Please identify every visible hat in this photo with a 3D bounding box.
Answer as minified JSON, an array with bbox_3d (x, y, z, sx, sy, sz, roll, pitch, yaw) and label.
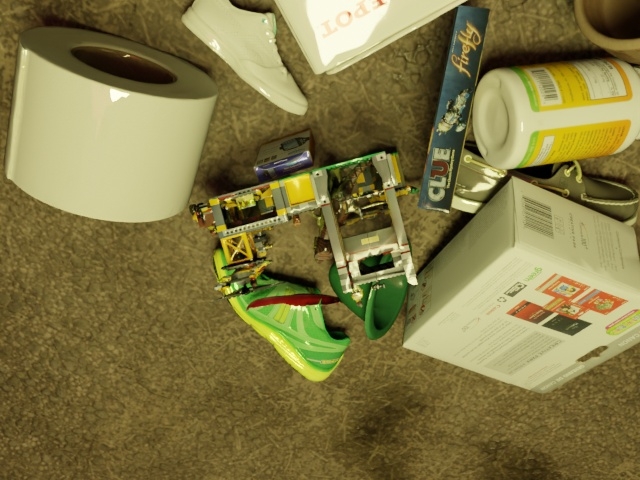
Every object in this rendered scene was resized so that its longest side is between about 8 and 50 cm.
[{"bbox_3d":[0.029,0.054,0.984,0.183,0.208,0.173,15,92,24],"label":"hat"}]

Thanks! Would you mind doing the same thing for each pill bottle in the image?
[{"bbox_3d":[0.350,-0.179,0.841,0.245,0.136,0.136,-9,117,-11],"label":"pill bottle"}]

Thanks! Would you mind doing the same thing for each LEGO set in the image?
[{"bbox_3d":[0.000,0.000,0.869,0.331,0.255,0.192,-15,94,-1],"label":"LEGO set"}]

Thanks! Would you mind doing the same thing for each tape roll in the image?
[{"bbox_3d":[-0.272,-0.155,0.800,0.246,0.246,0.169,17,116,-9],"label":"tape roll"}]

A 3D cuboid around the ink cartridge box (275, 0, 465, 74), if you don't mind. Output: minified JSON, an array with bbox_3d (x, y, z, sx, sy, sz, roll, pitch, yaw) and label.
[{"bbox_3d":[0.028,-0.439,0.702,0.285,0.166,0.395,-26,113,11],"label":"ink cartridge box"}]

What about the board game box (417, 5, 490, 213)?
[{"bbox_3d":[0.173,-0.158,0.802,0.042,0.165,0.243,11,95,11],"label":"board game box"}]

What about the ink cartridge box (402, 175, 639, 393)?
[{"bbox_3d":[0.316,0.088,0.923,0.272,0.130,0.309,21,141,-11],"label":"ink cartridge box"}]

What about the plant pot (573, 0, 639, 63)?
[{"bbox_3d":[0.492,-0.308,0.748,0.229,0.263,0.263,21,116,-29],"label":"plant pot"}]

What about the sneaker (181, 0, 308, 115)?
[{"bbox_3d":[-0.084,-0.266,0.844,0.212,0.080,0.094,40,98,-17],"label":"sneaker"}]

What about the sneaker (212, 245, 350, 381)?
[{"bbox_3d":[-0.066,0.106,1.022,0.123,0.109,0.295,-45,109,-3],"label":"sneaker"}]

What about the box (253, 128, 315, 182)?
[{"bbox_3d":[-0.050,-0.121,0.876,0.081,0.136,0.028,-16,115,8],"label":"box"}]

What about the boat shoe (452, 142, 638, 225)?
[{"bbox_3d":[0.334,-0.084,0.914,0.305,0.109,0.091,8,121,0],"label":"boat shoe"}]
